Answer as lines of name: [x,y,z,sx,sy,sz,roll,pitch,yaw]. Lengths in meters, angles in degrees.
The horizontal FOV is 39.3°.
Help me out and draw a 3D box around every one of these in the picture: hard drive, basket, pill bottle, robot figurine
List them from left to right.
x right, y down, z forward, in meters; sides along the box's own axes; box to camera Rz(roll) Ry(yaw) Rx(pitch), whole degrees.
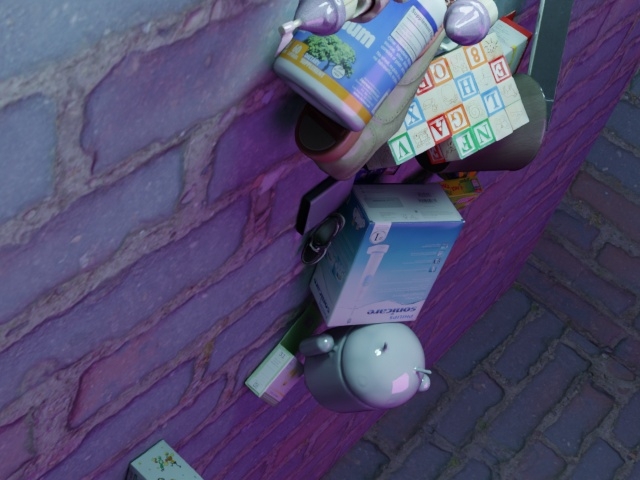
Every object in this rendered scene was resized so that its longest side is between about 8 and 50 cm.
hard drive: [0.010,-0.077,1.660,0.135,0.022,0.094,-38,157,-35]
robot figurine: [0.096,0.278,1.992,0.353,0.300,0.200,-23,-130,58]
pill bottle: [0.073,-0.296,1.209,0.272,0.152,0.152,-54,161,2]
basket: [0.296,-0.211,1.715,0.227,0.154,0.204,-14,131,-34]
hard drive: [0.459,-0.418,1.787,0.237,0.064,0.339,-64,162,-57]

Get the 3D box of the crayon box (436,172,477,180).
crayon box: [0.336,-0.236,2.042,0.165,0.081,0.278,-50,162,-5]

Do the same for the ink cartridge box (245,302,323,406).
ink cartridge box: [-0.064,0.267,2.064,0.235,0.056,0.171,-48,161,-8]

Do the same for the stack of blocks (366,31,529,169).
stack of blocks: [0.200,-0.219,1.522,0.297,0.171,0.087,-29,-168,-28]

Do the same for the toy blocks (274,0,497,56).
toy blocks: [0.077,-0.333,0.903,0.260,0.309,0.288,-40,158,-49]

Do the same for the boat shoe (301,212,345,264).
boat shoe: [0.000,0.000,1.718,0.125,0.046,0.038,-48,173,23]

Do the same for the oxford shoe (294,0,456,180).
oxford shoe: [0.096,-0.246,1.358,0.348,0.123,0.130,-51,147,-5]

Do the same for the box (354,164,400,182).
box: [0.149,-0.199,1.747,0.225,0.036,0.136,-57,161,16]

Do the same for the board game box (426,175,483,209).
board game box: [0.272,-0.098,2.058,0.181,0.043,0.092,-10,158,-28]

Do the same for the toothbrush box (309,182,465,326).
toothbrush box: [0.129,0.031,1.830,0.216,0.126,0.295,-2,133,-24]

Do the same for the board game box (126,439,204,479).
board game box: [-0.261,0.577,1.769,0.097,0.303,0.224,-32,153,-46]

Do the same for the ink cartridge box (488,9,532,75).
ink cartridge box: [0.354,-0.368,1.852,0.231,0.078,0.134,-39,157,-36]

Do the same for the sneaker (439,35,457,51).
sneaker: [0.212,-0.408,1.440,0.085,0.086,0.237,-40,157,-27]
